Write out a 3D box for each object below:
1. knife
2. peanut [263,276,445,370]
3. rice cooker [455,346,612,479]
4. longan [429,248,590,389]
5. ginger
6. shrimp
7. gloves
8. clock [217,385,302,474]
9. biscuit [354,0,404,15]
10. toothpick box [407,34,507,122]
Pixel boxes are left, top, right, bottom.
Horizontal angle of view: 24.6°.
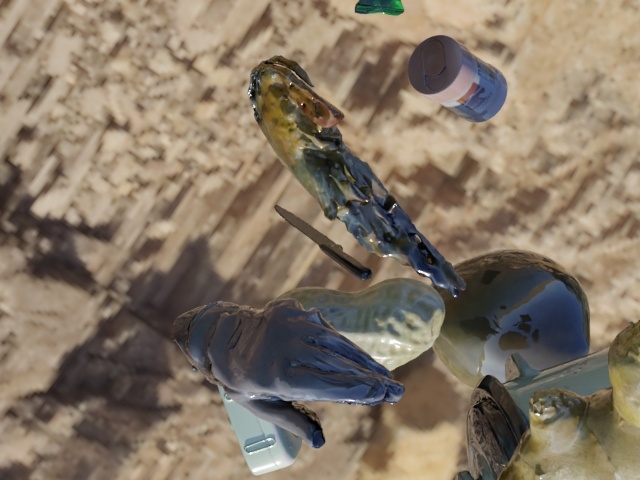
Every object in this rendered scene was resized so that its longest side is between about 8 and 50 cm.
[{"bbox_3d":[0.000,0.000,1.312,0.023,0.170,0.010,5,110,-34],"label":"knife"},{"bbox_3d":[0.028,0.127,2.060,0.120,0.298,0.136,-87,171,-83],"label":"peanut"},{"bbox_3d":[0.309,0.275,1.799,0.316,0.317,0.264,-51,174,-17],"label":"rice cooker"},{"bbox_3d":[0.299,0.130,2.365,0.243,0.300,0.300,-66,160,-2],"label":"longan"},{"bbox_3d":[0.309,0.182,1.350,0.375,0.166,0.236,-20,146,21],"label":"ginger"},{"bbox_3d":[0.022,-0.047,1.252,0.066,0.262,0.117,-43,167,-11],"label":"shrimp"},{"bbox_3d":[-0.044,0.132,1.529,0.119,0.285,0.142,30,74,-54],"label":"gloves"},{"bbox_3d":[-0.072,0.199,1.844,0.062,0.151,0.191,-20,-175,9],"label":"clock"},{"bbox_3d":[0.051,-0.240,1.326,0.016,0.046,0.089,112,-22,-54],"label":"biscuit"},{"bbox_3d":[0.214,-0.249,2.282,0.149,0.098,0.098,21,102,-53],"label":"toothpick box"}]
